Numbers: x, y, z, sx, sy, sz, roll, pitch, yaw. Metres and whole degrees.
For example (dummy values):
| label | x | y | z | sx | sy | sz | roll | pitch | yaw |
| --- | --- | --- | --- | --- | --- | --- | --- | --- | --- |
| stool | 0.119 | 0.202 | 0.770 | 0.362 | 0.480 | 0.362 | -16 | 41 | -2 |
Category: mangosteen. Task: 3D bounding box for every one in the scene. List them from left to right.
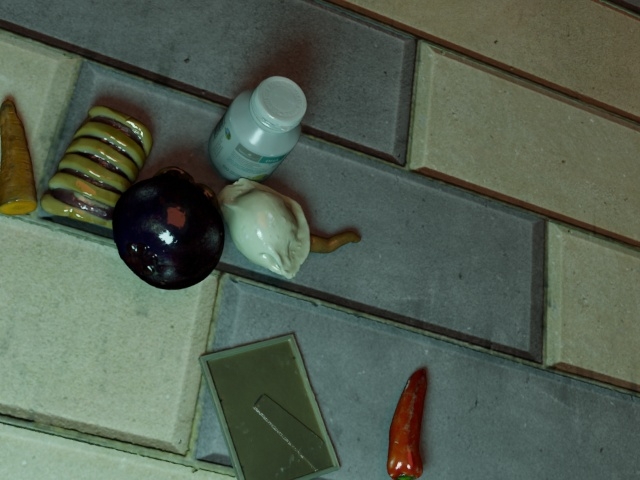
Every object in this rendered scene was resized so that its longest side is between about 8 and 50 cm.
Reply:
| label | x | y | z | sx | sy | sz | roll | pitch | yaw |
| --- | --- | --- | --- | --- | --- | --- | --- | --- | --- |
| mangosteen | -0.241 | -0.027 | 1.682 | 0.194 | 0.194 | 0.230 | 36 | 37 | -7 |

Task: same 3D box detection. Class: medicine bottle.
| label | x | y | z | sx | sy | sz | roll | pitch | yaw |
| --- | --- | --- | --- | --- | --- | --- | --- | --- | --- |
| medicine bottle | -0.106 | -0.197 | 1.794 | 0.135 | 0.215 | 0.135 | 10 | 64 | -22 |

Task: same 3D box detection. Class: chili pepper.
| label | x | y | z | sx | sy | sz | roll | pitch | yaw |
| --- | --- | --- | --- | --- | --- | --- | --- | --- | --- |
| chili pepper | 0.151 | 0.337 | 1.770 | 0.063 | 0.071 | 0.272 | -1 | 55 | 17 |

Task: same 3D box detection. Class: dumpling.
| label | x | y | z | sx | sy | sz | roll | pitch | yaw |
| --- | --- | --- | --- | --- | --- | --- | --- | --- | --- |
| dumpling | -0.088 | -0.029 | 1.792 | 0.155 | 0.111 | 0.181 | -40 | 110 | -37 |

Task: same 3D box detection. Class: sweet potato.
| label | x | y | z | sx | sy | sz | roll | pitch | yaw |
| --- | --- | --- | --- | --- | --- | --- | --- | --- | --- |
| sweet potato | 0.000 | 0.005 | 1.862 | 0.179 | 0.044 | 0.044 | -3 | 69 | -26 |

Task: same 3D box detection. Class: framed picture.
| label | x | y | z | sx | sy | sz | roll | pitch | yaw |
| --- | --- | --- | --- | --- | --- | --- | --- | --- | --- |
| framed picture | -0.085 | 0.290 | 1.703 | 0.184 | 0.016 | 0.250 | -13 | 74 | -30 |

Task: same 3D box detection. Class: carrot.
| label | x | y | z | sx | sy | sz | roll | pitch | yaw |
| --- | --- | --- | --- | --- | --- | --- | --- | --- | --- |
| carrot | -0.506 | -0.144 | 1.678 | 0.061 | 0.061 | 0.209 | 0 | 65 | -26 |

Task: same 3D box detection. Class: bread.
| label | x | y | z | sx | sy | sz | roll | pitch | yaw |
| --- | --- | --- | --- | --- | --- | --- | --- | --- | --- |
| bread | -0.371 | -0.121 | 1.713 | 0.134 | 0.081 | 0.225 | 26 | 58 | -15 |
